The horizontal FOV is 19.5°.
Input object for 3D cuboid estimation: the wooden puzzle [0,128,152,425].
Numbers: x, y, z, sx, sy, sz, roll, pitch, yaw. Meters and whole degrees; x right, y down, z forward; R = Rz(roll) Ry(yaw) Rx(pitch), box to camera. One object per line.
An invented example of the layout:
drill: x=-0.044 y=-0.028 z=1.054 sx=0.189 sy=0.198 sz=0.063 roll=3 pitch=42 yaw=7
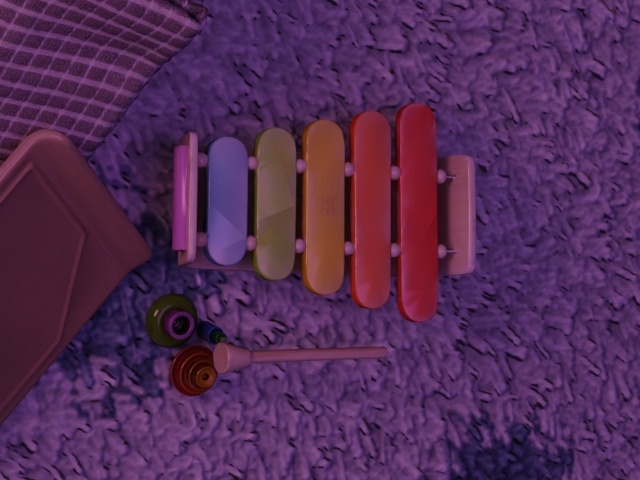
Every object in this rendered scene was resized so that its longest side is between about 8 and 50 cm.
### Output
wooden puzzle: x=-0.268 y=0.040 z=1.577 sx=0.239 sy=0.044 sz=0.221 roll=-47 pitch=147 yaw=-11

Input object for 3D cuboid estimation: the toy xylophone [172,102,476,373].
toy xylophone: x=0.000 y=0.000 z=1.713 sx=0.322 sy=0.081 sz=0.236 roll=-7 pitch=90 yaw=-30

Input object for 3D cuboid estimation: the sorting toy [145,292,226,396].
sorting toy: x=-0.116 y=0.097 z=1.713 sx=0.061 sy=0.042 sz=0.102 roll=-30 pitch=113 yaw=-21

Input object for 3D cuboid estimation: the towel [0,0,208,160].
towel: x=-0.251 y=-0.175 z=1.482 sx=0.283 sy=0.121 sz=0.235 roll=17 pitch=128 yaw=-33
